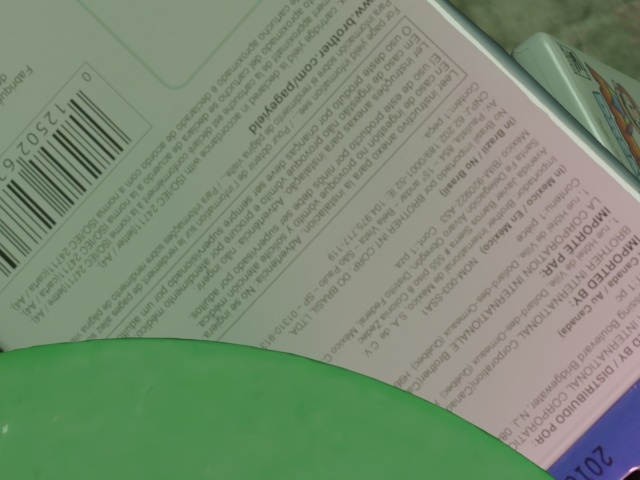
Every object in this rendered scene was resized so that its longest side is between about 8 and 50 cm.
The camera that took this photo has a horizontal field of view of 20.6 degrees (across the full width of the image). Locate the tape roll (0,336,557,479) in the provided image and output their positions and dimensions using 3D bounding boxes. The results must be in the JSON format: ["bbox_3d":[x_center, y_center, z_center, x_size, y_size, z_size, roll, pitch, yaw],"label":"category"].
[{"bbox_3d":[-0.044,0.185,0.412,0.321,0.077,0.321,-3,71,8],"label":"tape roll"}]

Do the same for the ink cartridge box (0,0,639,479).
[{"bbox_3d":[-0.004,0.004,0.585,0.311,0.065,0.186,45,100,8],"label":"ink cartridge box"}]

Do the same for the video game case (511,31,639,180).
[{"bbox_3d":[0.137,0.001,0.664,0.143,0.019,0.157,9,52,-63],"label":"video game case"}]

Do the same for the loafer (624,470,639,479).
[{"bbox_3d":[0.104,0.014,0.675,0.061,0.062,0.170,-8,77,-59],"label":"loafer"}]
